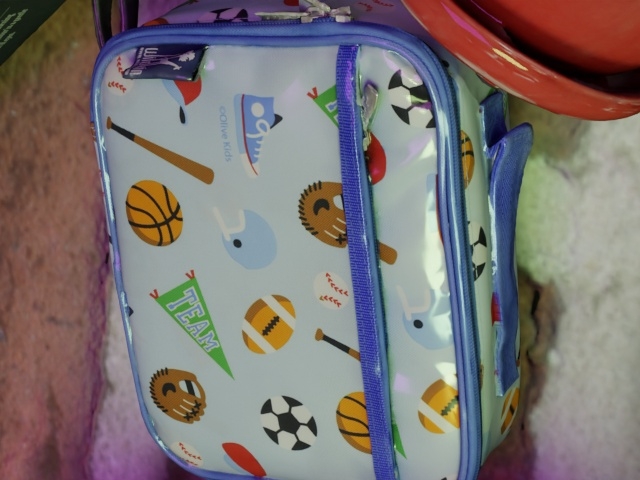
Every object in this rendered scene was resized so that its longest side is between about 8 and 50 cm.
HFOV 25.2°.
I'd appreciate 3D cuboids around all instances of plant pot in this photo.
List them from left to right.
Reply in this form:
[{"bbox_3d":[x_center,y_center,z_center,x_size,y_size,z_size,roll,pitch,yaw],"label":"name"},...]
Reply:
[{"bbox_3d":[0.129,-0.167,0.682,0.191,0.191,0.174,47,122,15],"label":"plant pot"}]

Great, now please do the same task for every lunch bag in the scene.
[{"bbox_3d":[0.000,0.000,0.810,0.243,0.115,0.303,6,115,29],"label":"lunch bag"}]

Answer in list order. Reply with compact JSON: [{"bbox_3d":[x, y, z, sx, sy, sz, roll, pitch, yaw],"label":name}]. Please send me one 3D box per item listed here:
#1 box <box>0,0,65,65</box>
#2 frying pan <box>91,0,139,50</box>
[{"bbox_3d":[-0.366,-0.143,0.851,0.343,0.313,0.178,-25,86,53],"label":"box"},{"bbox_3d":[-0.150,-0.282,0.819,0.197,0.053,0.326,28,107,26],"label":"frying pan"}]
